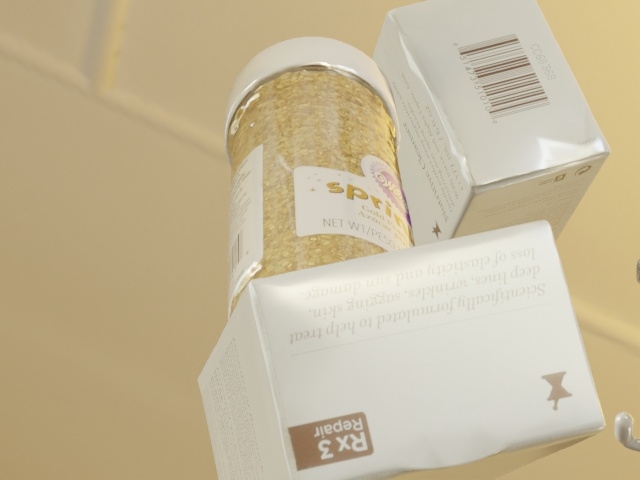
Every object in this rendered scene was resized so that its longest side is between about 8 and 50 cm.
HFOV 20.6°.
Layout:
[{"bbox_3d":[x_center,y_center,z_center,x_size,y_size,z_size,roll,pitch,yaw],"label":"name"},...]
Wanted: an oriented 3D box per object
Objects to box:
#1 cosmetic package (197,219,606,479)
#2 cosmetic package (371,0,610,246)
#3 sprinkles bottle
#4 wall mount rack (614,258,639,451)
[{"bbox_3d":[0.021,0.065,0.713,0.117,0.085,0.231,-11,-13,-12],"label":"cosmetic package"},{"bbox_3d":[0.139,-0.068,1.811,0.385,0.156,0.217,109,-38,-60],"label":"cosmetic package"},{"bbox_3d":[0.000,0.000,1.099,0.121,0.355,0.121,-1,-58,-2],"label":"sprinkles bottle"},{"bbox_3d":[0.343,0.029,1.589,0.131,0.350,0.304,11,-41,7],"label":"wall mount rack"}]
